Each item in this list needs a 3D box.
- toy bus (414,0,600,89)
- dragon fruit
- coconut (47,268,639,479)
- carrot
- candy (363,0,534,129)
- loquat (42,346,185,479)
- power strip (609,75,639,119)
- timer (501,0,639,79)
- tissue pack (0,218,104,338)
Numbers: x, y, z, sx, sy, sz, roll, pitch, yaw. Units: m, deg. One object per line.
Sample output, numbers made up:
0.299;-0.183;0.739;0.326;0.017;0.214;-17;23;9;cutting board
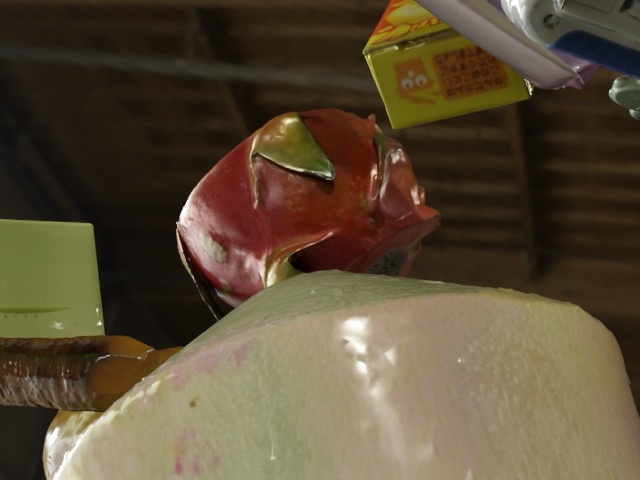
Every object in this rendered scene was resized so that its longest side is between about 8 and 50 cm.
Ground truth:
0.108;-0.285;1.501;0.386;0.162;0.171;36;-12;-4;toy bus
0.000;0.000;2.034;0.290;0.189;0.290;-28;-26;-15;dragon fruit
0.021;0.159;0.865;0.297;0.309;0.297;-8;-32;-5;coconut
-0.279;0.106;1.538;0.314;0.066;0.066;2;-22;25;carrot
0.144;-0.210;1.751;0.146;0.276;0.088;-14;-67;18;candy
-0.142;0.194;1.672;0.238;0.193;0.238;-26;-21;-11;loquat
0.311;-0.147;1.763;0.055;0.035;0.083;-4;-22;20;power strip
0.258;-0.236;1.297;0.178;0.078;0.253;14;-65;-28;timer
-0.337;0.064;1.789;0.125;0.159;0.234;-16;-13;42;tissue pack
